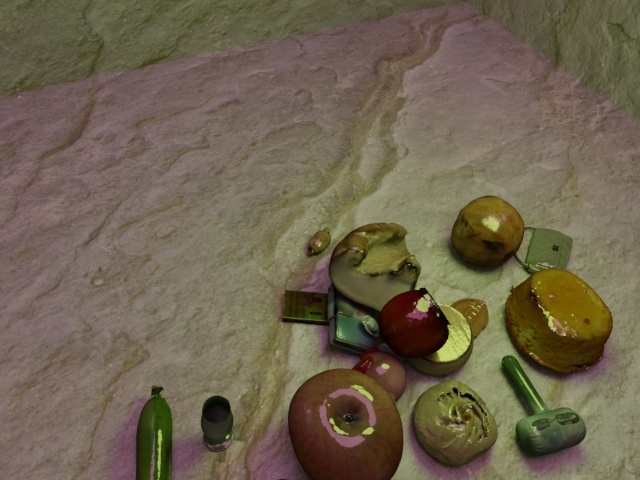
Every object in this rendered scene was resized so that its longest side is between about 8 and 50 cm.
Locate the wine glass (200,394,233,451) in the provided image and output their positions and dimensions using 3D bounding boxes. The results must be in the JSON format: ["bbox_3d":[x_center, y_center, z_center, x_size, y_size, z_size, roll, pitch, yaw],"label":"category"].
[{"bbox_3d":[-0.289,0.512,1.532,0.092,0.202,0.093,4,47,-5],"label":"wine glass"}]

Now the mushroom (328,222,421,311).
[{"bbox_3d":[0.189,0.062,1.962,0.313,0.224,0.397,15,27,-2],"label":"mushroom"}]

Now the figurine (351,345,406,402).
[{"bbox_3d":[0.187,0.430,1.706,0.173,0.173,0.173,4,49,-5],"label":"figurine"}]

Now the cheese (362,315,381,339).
[{"bbox_3d":[0.178,0.292,1.834,0.120,0.026,0.067,40,39,-33],"label":"cheese"}]

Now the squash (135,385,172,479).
[{"bbox_3d":[-0.462,0.578,1.520,0.101,0.101,0.379,-1,48,-10],"label":"squash"}]

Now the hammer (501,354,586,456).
[{"bbox_3d":[0.674,0.512,1.751,0.206,0.119,0.336,-7,44,-15],"label":"hammer"}]

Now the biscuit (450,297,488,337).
[{"bbox_3d":[0.527,0.280,1.974,0.142,0.029,0.220,39,55,24],"label":"biscuit"}]

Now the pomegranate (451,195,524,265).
[{"bbox_3d":[0.648,-0.036,2.111,0.281,0.281,0.281,4,49,-5],"label":"pomegranate"}]

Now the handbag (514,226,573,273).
[{"bbox_3d":[0.888,0.038,2.211,0.219,0.079,0.256,21,48,15],"label":"handbag"}]

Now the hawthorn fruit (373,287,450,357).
[{"bbox_3d":[0.277,0.271,1.704,0.249,0.215,0.215,-27,57,-16],"label":"hawthorn fruit"}]

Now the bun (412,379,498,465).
[{"bbox_3d":[0.407,0.537,1.653,0.259,0.152,0.259,4,51,-5],"label":"bun"}]

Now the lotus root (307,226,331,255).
[{"bbox_3d":[0.000,0.000,2.116,0.072,0.063,0.152,18,52,20],"label":"lotus root"}]

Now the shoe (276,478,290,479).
[{"bbox_3d":[-0.032,0.698,1.503,0.194,0.074,0.077,24,38,9],"label":"shoe"}]

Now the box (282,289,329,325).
[{"bbox_3d":[-0.034,0.236,1.926,0.193,0.030,0.121,6,49,-4],"label":"box"}]

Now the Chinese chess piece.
[{"bbox_3d":[0.390,0.329,1.847,0.249,0.103,0.250,0,53,0],"label":"Chinese chess piece"}]

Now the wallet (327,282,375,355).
[{"bbox_3d":[0.108,0.262,1.875,0.176,0.075,0.250,21,45,-20],"label":"wallet"}]

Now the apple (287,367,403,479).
[{"bbox_3d":[0.068,0.519,1.507,0.344,0.269,0.345,-5,64,10],"label":"apple"}]

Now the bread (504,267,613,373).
[{"bbox_3d":[0.835,0.273,1.910,0.336,0.204,0.358,-10,54,-12],"label":"bread"}]
